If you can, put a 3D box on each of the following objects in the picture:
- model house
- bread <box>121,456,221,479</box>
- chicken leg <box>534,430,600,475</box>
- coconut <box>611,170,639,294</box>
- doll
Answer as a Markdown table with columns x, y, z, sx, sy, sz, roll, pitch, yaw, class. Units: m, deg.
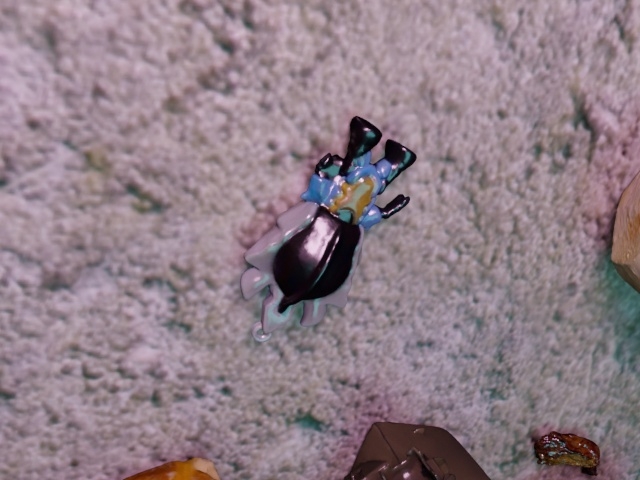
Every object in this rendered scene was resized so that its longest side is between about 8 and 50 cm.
| x | y | z | sx | sy | sz | roll | pitch | yaw | class |
| --- | --- | --- | --- | --- | --- | --- | --- | --- | --- |
| 0.091 | 0.286 | 0.942 | 0.204 | 0.211 | 0.243 | -32 | 139 | -5 | model house |
| -0.166 | 0.369 | 0.829 | 0.279 | 0.279 | 0.207 | -17 | 129 | -15 | bread |
| 0.297 | 0.252 | 1.156 | 0.145 | 0.037 | 0.062 | 22 | 134 | -38 | chicken leg |
| 0.376 | -0.008 | 0.878 | 0.197 | 0.237 | 0.237 | 28 | 112 | -7 | coconut |
| 0.000 | 0.000 | 0.771 | 0.096 | 0.070 | 0.195 | 28 | 102 | -25 | doll |
